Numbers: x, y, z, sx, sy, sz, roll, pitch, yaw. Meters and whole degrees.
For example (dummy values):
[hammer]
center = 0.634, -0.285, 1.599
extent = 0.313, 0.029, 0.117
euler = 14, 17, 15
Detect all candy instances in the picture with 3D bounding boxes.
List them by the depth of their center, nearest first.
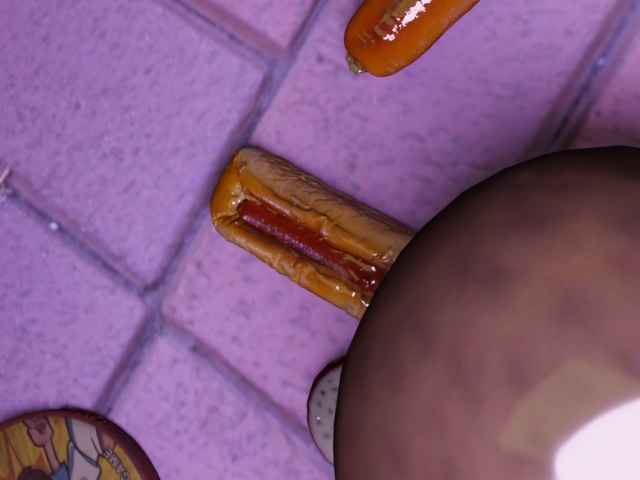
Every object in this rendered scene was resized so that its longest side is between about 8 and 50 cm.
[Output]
[candy]
center = 0.037, 0.141, 1.212
extent = 0.103, 0.043, 0.103
euler = -2, 86, 30

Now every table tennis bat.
[table tennis bat]
center = -0.289, 0.341, 1.392
extent = 0.268, 0.051, 0.415
euler = 45, 106, 24

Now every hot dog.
[hot dog]
center = 0.000, 0.000, 1.225
extent = 0.242, 0.073, 0.084
euler = 31, 108, 28

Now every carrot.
[carrot]
center = 0.104, -0.211, 1.179
extent = 0.225, 0.067, 0.067
euler = -42, 68, 20

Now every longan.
[longan]
center = 0.178, 0.138, 0.958
extent = 0.404, 0.336, 0.404
euler = 0, 90, 64
